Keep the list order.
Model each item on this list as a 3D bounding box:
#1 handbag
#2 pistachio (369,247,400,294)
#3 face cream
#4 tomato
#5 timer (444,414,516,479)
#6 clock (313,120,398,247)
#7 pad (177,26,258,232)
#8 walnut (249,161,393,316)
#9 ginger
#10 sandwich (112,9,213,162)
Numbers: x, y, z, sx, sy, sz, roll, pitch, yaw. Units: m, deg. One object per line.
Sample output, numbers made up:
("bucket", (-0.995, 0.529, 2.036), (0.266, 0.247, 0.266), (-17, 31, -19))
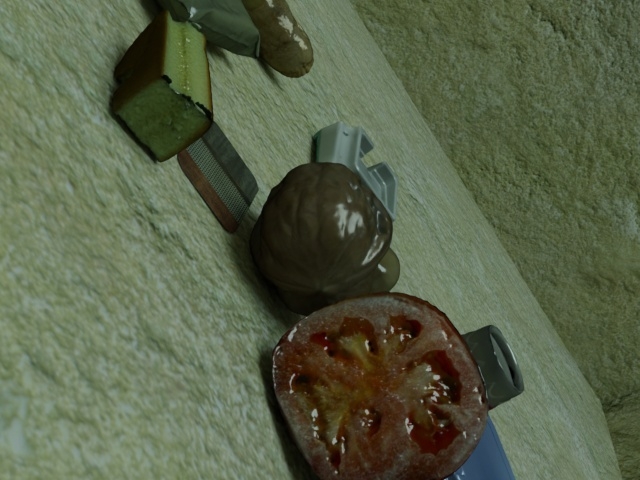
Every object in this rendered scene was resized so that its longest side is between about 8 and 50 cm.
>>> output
("handbag", (-0.245, -0.487, 1.831), (0.253, 0.109, 0.316), (61, 19, 11))
("pistachio", (0.103, 0.066, 1.961), (0.136, 0.136, 0.226), (64, 12, 6))
("face cream", (0.329, 0.299, 2.092), (0.175, 0.195, 0.175), (51, 22, -31))
("tomato", (0.093, 0.252, 1.470), (0.144, 0.338, 0.338), (88, -16, -64))
("timer", (0.219, 0.438, 1.649), (0.395, 0.173, 0.395), (53, 20, -28))
("clock", (0.094, -0.129, 2.203), (0.262, 0.116, 0.231), (51, 22, -27))
("pad", (-0.195, -0.193, 1.629), (0.250, 0.055, 0.323), (-71, 148, -65))
("walnut", (0.001, -0.002, 1.610), (0.227, 0.273, 0.273), (20, 29, -7))
("ginger", (-0.133, -0.526, 2.141), (0.354, 0.126, 0.190), (54, 0, -16))
("sandwich", (-0.244, -0.254, 1.488), (0.122, 0.128, 0.236), (43, 25, -35))
